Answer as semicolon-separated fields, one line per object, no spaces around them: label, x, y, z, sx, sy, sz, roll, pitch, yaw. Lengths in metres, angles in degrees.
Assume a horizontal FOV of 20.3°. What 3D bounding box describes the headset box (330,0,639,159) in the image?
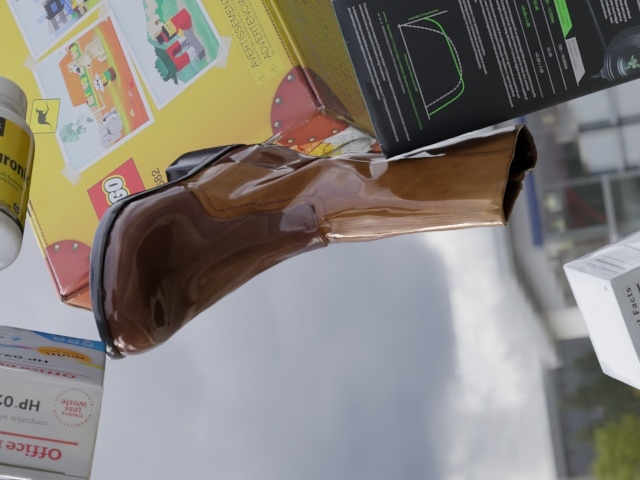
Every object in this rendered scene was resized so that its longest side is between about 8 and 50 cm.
headset box;0.154;-0.201;1.342;0.246;0.283;0.131;-96;-13;-66

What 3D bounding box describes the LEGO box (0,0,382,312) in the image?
LEGO box;-0.185;-0.216;2.016;0.193;0.372;0.500;21;-140;-58

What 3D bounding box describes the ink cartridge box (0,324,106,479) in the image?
ink cartridge box;-0.187;0.099;1.100;0.181;0.104;0.061;-129;49;-79

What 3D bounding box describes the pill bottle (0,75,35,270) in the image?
pill bottle;-0.206;-0.042;1.079;0.065;0.065;0.116;69;-163;-51

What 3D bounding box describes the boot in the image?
boot;0.000;0.000;1.264;0.264;0.280;0.096;-45;-51;-61

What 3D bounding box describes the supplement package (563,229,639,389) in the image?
supplement package;0.408;0.044;1.904;0.134;0.244;0.139;-156;43;-76
